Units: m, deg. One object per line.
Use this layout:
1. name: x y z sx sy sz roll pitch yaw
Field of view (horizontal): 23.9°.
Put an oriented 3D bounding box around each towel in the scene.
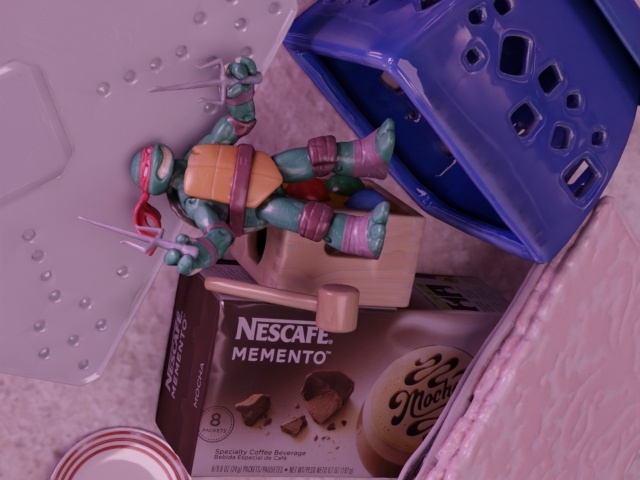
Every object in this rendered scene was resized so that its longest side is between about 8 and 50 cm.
1. towel: 0.220 0.161 1.396 0.332 0.053 0.317 -57 141 -13

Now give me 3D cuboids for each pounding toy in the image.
1. pounding toy: -0.007 0.001 1.269 0.181 0.206 0.094 4 105 -22

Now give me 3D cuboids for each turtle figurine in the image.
1. turtle figurine: -0.063 -0.052 1.179 0.234 0.118 0.175 6 82 -4

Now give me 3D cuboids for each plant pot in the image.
1. plant pot: 0.143 -0.148 1.269 0.212 0.236 0.236 -44 115 -8

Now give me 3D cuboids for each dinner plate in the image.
1. dinner plate: -0.182 0.240 1.371 0.141 0.017 0.141 2 85 -22

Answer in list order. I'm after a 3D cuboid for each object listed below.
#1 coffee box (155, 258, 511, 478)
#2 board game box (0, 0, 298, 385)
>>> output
1. coffee box: 0.017 0.117 1.366 0.297 0.119 0.168 5 106 -23
2. board game box: -0.258 -0.085 1.150 0.390 0.050 0.390 16 112 -40
